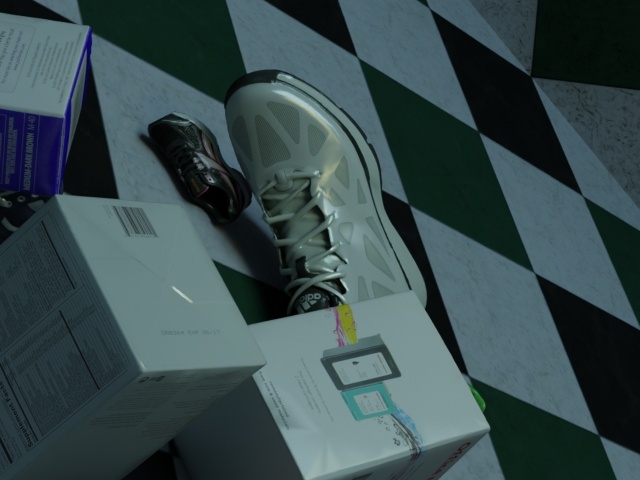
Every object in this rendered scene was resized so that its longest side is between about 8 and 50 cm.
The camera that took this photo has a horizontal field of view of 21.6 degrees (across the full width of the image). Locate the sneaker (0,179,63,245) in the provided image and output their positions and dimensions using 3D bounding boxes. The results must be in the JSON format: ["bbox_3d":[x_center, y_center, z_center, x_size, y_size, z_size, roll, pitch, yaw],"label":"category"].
[{"bbox_3d":[-0.384,-0.044,1.732,0.282,0.153,0.099,-2,57,-59],"label":"sneaker"}]

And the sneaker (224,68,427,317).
[{"bbox_3d":[0.001,0.000,2.220,0.448,0.169,0.257,58,24,-21],"label":"sneaker"}]

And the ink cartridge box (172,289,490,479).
[{"bbox_3d":[0.006,0.206,1.895,0.270,0.198,0.197,-10,62,-38],"label":"ink cartridge box"}]

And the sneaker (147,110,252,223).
[{"bbox_3d":[-0.161,-0.095,2.257,0.178,0.072,0.077,43,28,-14],"label":"sneaker"}]

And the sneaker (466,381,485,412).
[{"bbox_3d":[0.105,0.253,2.150,0.134,0.146,0.343,52,28,1],"label":"sneaker"}]

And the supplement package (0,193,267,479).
[{"bbox_3d":[-0.238,0.112,1.640,0.199,0.262,0.198,4,52,-57],"label":"supplement package"}]

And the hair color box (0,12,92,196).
[{"bbox_3d":[-0.414,-0.156,1.694,0.338,0.110,0.185,10,35,-5],"label":"hair color box"}]
